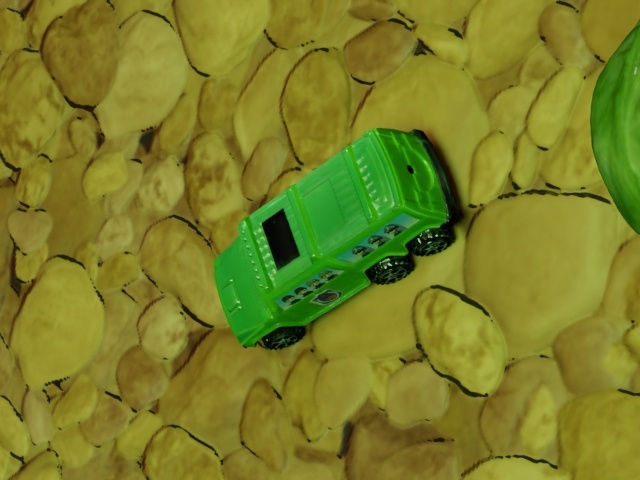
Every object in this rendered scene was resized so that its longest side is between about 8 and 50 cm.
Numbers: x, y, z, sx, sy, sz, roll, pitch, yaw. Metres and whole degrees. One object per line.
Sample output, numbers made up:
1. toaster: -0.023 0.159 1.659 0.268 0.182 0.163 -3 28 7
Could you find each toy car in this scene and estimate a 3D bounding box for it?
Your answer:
1. toy car: 0.000 0.000 1.008 0.165 0.062 0.071 -34 60 28

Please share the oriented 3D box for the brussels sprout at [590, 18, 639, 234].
1. brussels sprout: 0.199 -0.062 0.830 0.155 0.117 0.155 -3 85 44
